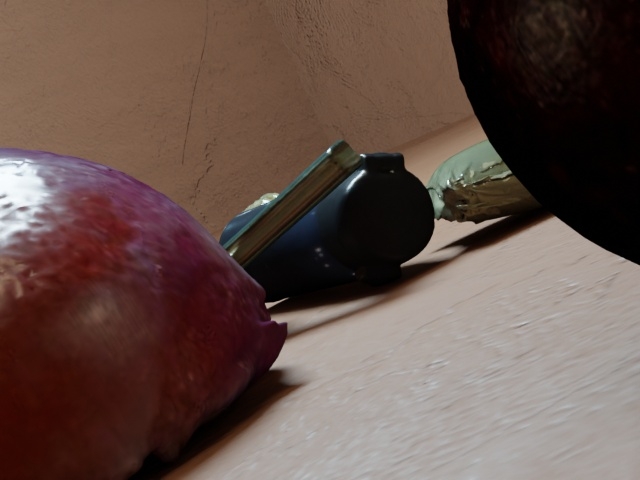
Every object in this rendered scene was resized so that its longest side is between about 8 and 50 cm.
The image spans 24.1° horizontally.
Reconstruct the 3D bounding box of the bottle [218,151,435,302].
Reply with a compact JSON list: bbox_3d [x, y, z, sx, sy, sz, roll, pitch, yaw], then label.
[{"bbox_3d":[0.000,0.000,1.012,0.072,0.082,0.244,0,-8,-22],"label":"bottle"}]

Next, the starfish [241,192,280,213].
[{"bbox_3d":[-0.106,0.014,1.315,0.327,0.094,0.375,-9,5,34],"label":"starfish"}]

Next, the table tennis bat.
[{"bbox_3d":[-0.076,0.030,0.939,0.274,0.021,0.154,-41,3,26],"label":"table tennis bat"}]

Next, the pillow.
[{"bbox_3d":[0.157,-0.057,0.957,0.208,0.053,0.119,-21,6,-3],"label":"pillow"}]

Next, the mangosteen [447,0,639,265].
[{"bbox_3d":[0.132,-0.086,0.427,0.209,0.210,0.210,-24,4,2],"label":"mangosteen"}]

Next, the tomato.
[{"bbox_3d":[-0.192,0.056,0.710,0.334,0.176,0.289,-23,7,9],"label":"tomato"}]
